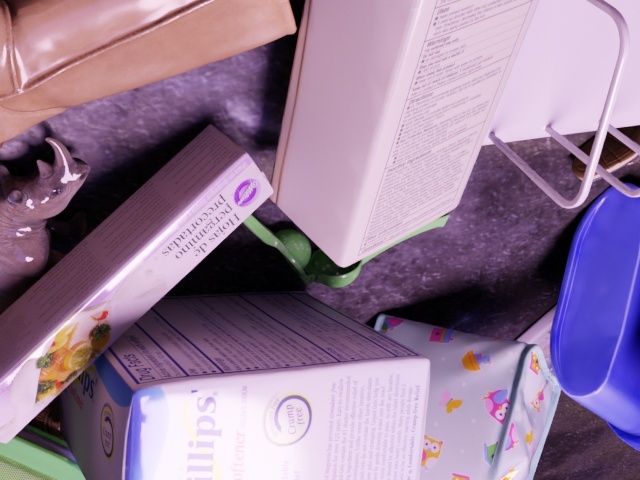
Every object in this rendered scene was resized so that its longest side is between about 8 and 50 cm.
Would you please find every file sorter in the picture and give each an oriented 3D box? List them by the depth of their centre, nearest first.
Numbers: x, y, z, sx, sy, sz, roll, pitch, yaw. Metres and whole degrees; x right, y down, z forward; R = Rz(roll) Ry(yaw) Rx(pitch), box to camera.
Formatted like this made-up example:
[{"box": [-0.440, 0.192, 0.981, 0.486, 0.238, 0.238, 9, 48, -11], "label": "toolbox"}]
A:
[{"box": [0.312, -0.153, 0.806, 0.278, 0.173, 0.192, -9, 127, -19], "label": "file sorter"}]

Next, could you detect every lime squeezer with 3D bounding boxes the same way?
[{"box": [0.000, 0.000, 0.943, 0.310, 0.059, 0.110, 9, 132, -35], "label": "lime squeezer"}]

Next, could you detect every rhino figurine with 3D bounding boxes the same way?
[{"box": [-0.260, 0.007, 0.797, 0.106, 0.073, 0.243, -2, 136, -32], "label": "rhino figurine"}]

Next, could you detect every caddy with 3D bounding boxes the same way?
[{"box": [0.428, 0.087, 1.072, 0.179, 0.241, 0.341, 26, 76, -39], "label": "caddy"}]

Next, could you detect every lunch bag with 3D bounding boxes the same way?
[{"box": [0.146, 0.246, 1.088, 0.223, 0.262, 0.160, 8, 157, 32], "label": "lunch bag"}]

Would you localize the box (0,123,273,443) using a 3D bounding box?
[{"box": [-0.184, 0.036, 0.779, 0.324, 0.067, 0.063, -44, 142, -8], "label": "box"}]

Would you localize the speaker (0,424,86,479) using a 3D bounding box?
[{"box": [-0.334, 0.243, 0.896, 0.297, 0.131, 0.131, 26, 126, -8], "label": "speaker"}]

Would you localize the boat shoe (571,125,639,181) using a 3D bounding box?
[{"box": [0.356, -0.109, 1.004, 0.152, 0.056, 0.049, -34, 136, 12], "label": "boat shoe"}]

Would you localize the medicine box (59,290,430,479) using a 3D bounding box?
[{"box": [-0.086, 0.155, 0.886, 0.289, 0.263, 0.149, -2, 102, -27], "label": "medicine box"}]

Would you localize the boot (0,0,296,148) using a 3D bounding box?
[{"box": [-0.169, -0.181, 0.618, 0.270, 0.089, 0.236, -23, 155, -1], "label": "boot"}]

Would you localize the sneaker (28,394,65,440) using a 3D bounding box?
[{"box": [-0.290, 0.237, 1.051, 0.099, 0.153, 0.282, -15, 111, -8], "label": "sneaker"}]

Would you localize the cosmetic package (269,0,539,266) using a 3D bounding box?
[{"box": [0.068, -0.139, 0.733, 0.160, 0.113, 0.309, -27, 147, -34], "label": "cosmetic package"}]

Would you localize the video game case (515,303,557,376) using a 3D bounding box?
[{"box": [0.361, 0.168, 1.364, 0.193, 0.023, 0.212, 17, 126, -41], "label": "video game case"}]
